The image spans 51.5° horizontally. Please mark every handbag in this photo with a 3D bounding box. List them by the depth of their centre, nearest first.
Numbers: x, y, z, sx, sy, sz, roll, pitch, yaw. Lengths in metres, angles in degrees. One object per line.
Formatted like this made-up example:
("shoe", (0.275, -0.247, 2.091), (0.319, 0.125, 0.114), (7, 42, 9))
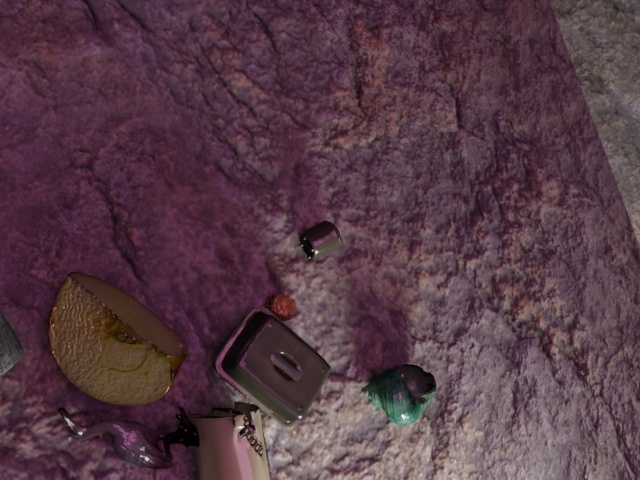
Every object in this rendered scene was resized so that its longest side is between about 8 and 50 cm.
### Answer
("handbag", (-0.208, 0.592, 1.623), (0.160, 0.236, 0.358), (-6, 83, -32))

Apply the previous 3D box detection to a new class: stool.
("stool", (0.000, 0.000, 1.936), (0.110, 0.096, 0.096), (-27, 94, -24))

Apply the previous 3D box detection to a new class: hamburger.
("hamburger", (-0.112, 0.189, 1.864), (0.083, 0.044, 0.076), (25, 67, -25))

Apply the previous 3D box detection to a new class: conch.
("conch", (0.230, 0.452, 1.957), (0.202, 0.134, 0.196), (25, 28, -17))

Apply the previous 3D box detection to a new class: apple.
("apple", (-0.487, 0.231, 1.573), (0.346, 0.179, 0.254), (40, 45, -8))

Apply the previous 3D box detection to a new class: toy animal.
("toy animal", (-0.452, 0.470, 1.583), (0.324, 0.090, 0.195), (6, 119, -10))

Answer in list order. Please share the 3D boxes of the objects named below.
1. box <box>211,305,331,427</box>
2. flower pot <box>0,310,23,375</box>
("box", (-0.128, 0.333, 1.757), (0.290, 0.166, 0.220), (43, 63, -17))
("flower pot", (-0.794, 0.169, 1.374), (0.299, 0.299, 0.283), (-34, 110, -30))
